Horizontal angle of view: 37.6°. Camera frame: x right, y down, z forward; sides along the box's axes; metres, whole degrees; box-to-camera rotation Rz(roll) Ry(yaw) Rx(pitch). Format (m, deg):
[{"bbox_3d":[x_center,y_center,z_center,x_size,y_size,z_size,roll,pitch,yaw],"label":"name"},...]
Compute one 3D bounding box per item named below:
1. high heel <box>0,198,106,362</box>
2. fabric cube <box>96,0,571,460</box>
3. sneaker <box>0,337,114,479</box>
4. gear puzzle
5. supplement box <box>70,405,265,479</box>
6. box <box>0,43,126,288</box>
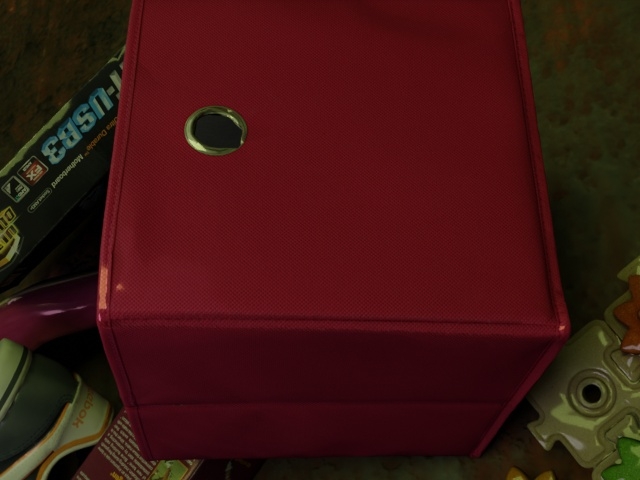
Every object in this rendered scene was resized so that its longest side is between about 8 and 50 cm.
[{"bbox_3d":[-0.204,0.096,0.898,0.377,0.127,0.181,-42,87,25],"label":"high heel"},{"bbox_3d":[0.000,0.000,0.660,0.258,0.259,0.254,2,61,-3],"label":"fabric cube"},{"bbox_3d":[-0.307,0.229,0.862,0.321,0.127,0.126,-47,24,31],"label":"sneaker"},{"bbox_3d":[0.226,0.110,0.625,0.339,0.044,0.175,-43,66,14],"label":"gear puzzle"},{"bbox_3d":[-0.144,0.216,0.798,0.104,0.081,0.188,31,82,37],"label":"supplement box"},{"bbox_3d":[-0.218,-0.075,0.876,0.293,0.073,0.295,-49,8,-9],"label":"box"}]
